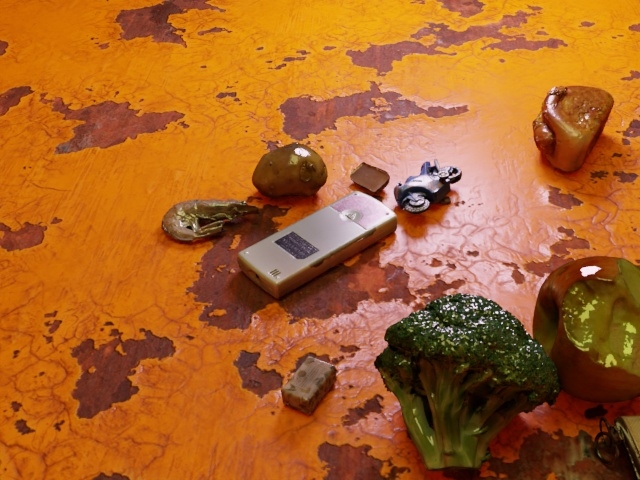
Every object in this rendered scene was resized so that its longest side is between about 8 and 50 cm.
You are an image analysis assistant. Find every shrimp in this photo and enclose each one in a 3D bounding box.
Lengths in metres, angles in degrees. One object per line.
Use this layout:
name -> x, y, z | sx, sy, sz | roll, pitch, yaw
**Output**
shrimp -> -0.245, -0.046, 1.828 | 0.224, 0.047, 0.126 | -5, 45, 8

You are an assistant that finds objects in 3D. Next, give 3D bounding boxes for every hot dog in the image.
hot dog -> 0.590, -0.280, 1.970 | 0.153, 0.150, 0.256 | 25, 46, 19

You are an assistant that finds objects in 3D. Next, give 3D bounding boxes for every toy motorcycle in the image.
toy motorcycle -> 0.234, -0.119, 1.861 | 0.114, 0.076, 0.205 | 16, 41, 34

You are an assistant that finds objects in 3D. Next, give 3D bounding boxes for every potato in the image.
potato -> -0.072, -0.159, 1.894 | 0.176, 0.137, 0.137 | -6, 38, 2

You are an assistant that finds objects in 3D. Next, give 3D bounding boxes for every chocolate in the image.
chocolate -> 0.117, -0.141, 1.927 | 0.101, 0.031, 0.064 | 27, 66, 39

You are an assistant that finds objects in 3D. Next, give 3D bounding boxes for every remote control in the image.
remote control -> 0.000, 0.001, 1.741 | 0.344, 0.050, 0.145 | -28, 44, -28

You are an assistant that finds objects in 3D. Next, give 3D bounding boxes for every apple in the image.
apple -> 0.479, 0.144, 1.362 | 0.226, 0.246, 0.246 | 2, 38, -6

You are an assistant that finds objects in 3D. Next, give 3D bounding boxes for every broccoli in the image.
broccoli -> 0.232, 0.224, 1.297 | 0.308, 0.308, 0.275 | 1, 73, 7

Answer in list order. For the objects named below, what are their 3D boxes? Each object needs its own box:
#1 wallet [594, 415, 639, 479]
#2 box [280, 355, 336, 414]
wallet -> 0.586, 0.378, 1.203 | 0.275, 0.068, 0.335 | -10, 45, -2
box -> -0.019, 0.251, 1.430 | 0.062, 0.045, 0.098 | 16, 44, 25
